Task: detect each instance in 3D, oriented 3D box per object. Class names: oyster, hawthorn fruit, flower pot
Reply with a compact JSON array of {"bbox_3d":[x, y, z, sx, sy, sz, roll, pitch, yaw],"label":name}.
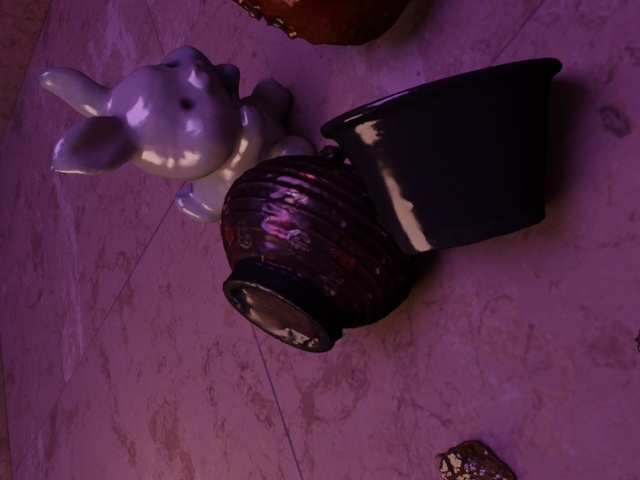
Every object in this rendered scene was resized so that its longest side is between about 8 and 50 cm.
[{"bbox_3d":[0.153,0.234,0.747,0.093,0.034,0.051,-31,68,42],"label":"oyster"},{"bbox_3d":[0.014,-0.405,0.877,0.330,0.287,0.287,-59,40,6],"label":"hawthorn fruit"},{"bbox_3d":[0.131,-0.072,0.706,0.235,0.235,0.148,-11,95,52],"label":"flower pot"}]

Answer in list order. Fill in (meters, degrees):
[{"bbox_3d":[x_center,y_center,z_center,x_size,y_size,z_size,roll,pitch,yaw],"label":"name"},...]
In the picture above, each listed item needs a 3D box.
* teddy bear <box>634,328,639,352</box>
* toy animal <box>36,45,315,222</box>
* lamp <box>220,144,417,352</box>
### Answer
[{"bbox_3d":[0.314,0.044,0.471,0.182,0.129,0.251,-45,17,-17],"label":"teddy bear"},{"bbox_3d":[-0.202,-0.141,1.025,0.241,0.367,0.196,-46,52,24],"label":"toy animal"},{"bbox_3d":[0.000,0.000,0.840,0.247,0.247,0.247,-13,74,52],"label":"lamp"}]
